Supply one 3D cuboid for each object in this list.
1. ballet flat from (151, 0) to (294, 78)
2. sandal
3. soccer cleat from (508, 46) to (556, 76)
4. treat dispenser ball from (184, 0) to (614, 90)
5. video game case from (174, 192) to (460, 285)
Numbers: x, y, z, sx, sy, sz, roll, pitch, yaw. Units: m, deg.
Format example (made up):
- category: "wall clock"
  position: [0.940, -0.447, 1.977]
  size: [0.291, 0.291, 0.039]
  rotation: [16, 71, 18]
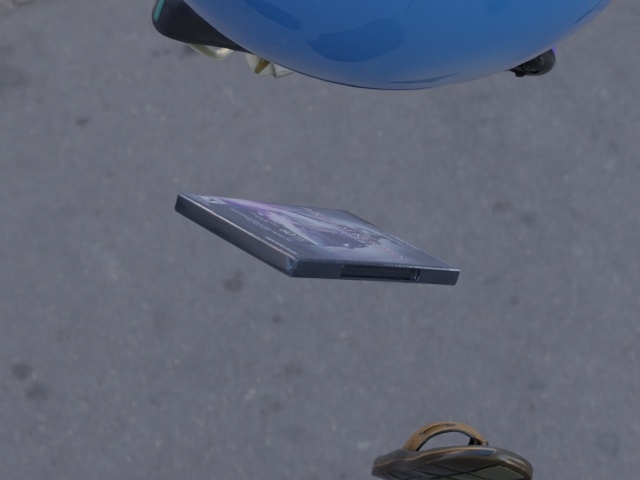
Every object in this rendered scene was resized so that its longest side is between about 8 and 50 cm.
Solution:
- category: "ballet flat"
  position: [-0.057, -0.175, 1.216]
  size: [0.203, 0.074, 0.074]
  rotation: [10, 22, -42]
- category: "sandal"
  position: [0.121, 0.202, 1.365]
  size: [0.090, 0.219, 0.060]
  rotation: [24, 72, -17]
- category: "soccer cleat"
  position: [0.127, -0.294, 1.478]
  size: [0.318, 0.108, 0.116]
  rotation: [38, 70, -2]
- category: "treat dispenser ball"
  position: [0.037, -0.214, 0.676]
  size: [0.288, 0.288, 0.288]
  rotation: [-6, 40, 5]
- category: "video game case"
  position: [0.000, 0.000, 1.612]
  size: [0.274, 0.026, 0.196]
  rotation: [3, 19, -47]
